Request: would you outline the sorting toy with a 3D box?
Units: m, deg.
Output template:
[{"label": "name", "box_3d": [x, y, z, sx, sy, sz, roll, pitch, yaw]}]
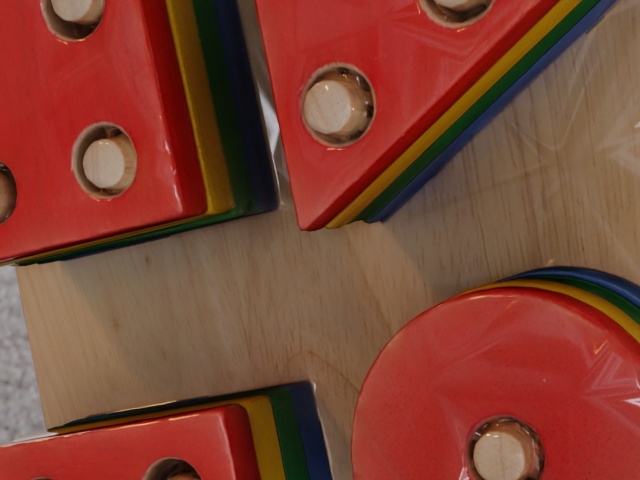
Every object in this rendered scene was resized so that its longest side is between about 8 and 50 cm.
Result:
[{"label": "sorting toy", "box_3d": [0.000, 0.000, 0.457, 0.255, 0.257, 0.089, -12, -2, 25]}]
